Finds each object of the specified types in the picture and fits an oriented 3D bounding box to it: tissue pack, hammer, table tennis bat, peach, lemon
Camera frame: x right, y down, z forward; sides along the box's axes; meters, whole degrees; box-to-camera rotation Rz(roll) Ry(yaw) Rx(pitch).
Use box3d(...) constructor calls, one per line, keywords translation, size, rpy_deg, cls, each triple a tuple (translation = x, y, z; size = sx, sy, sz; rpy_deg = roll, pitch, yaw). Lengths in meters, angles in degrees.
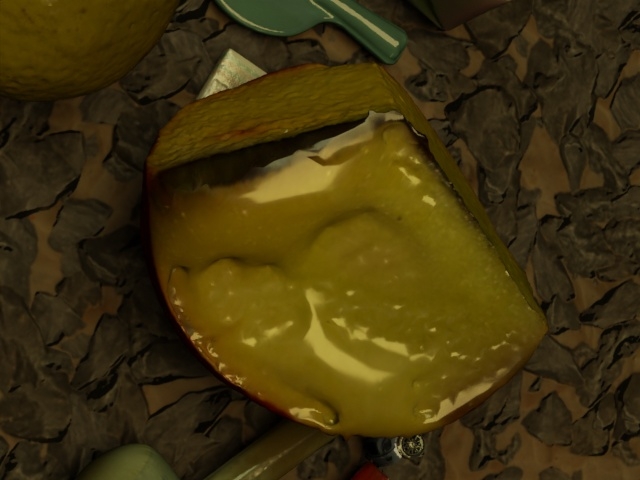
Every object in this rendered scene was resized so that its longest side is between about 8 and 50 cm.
box3d(translation=(-0.097, -0.130, 1.477), size=(0.056, 0.023, 0.108), rpy_deg=(35, 76, -19), cls="tissue pack")
box3d(translation=(-0.083, 0.233, 1.440), size=(0.305, 0.113, 0.202), rpy_deg=(-38, 106, -24), cls="hammer")
box3d(translation=(-0.013, -0.259, 1.509), size=(0.244, 0.040, 0.153), rpy_deg=(33, 74, -16), cls="table tennis bat")
box3d(translation=(0.000, 0.000, 1.405), size=(0.306, 0.242, 0.380), rpy_deg=(-41, 117, 5), cls="peach")
box3d(translation=(-0.242, -0.242, 1.292), size=(0.267, 0.267, 0.267), rpy_deg=(0, 89, -23), cls="lemon")

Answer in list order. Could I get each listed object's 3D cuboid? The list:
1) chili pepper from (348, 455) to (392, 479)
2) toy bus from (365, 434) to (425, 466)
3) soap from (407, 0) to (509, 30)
box3d(translation=(0.014, 0.306, 1.504), size=(0.169, 0.065, 0.088), rpy_deg=(-44, 131, -10), cls="chili pepper")
box3d(translation=(0.100, 0.154, 1.531), size=(0.076, 0.073, 0.167), rpy_deg=(47, 69, -7), cls="toy bus")
box3d(translation=(0.128, -0.345, 1.503), size=(0.182, 0.138, 0.199), rpy_deg=(35, 67, -20), cls="soap")
